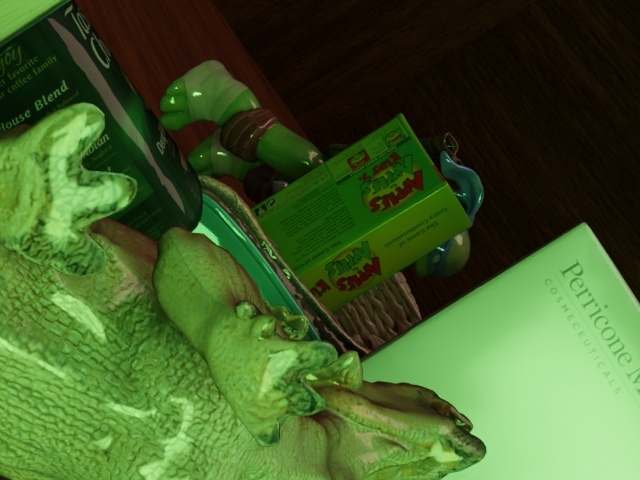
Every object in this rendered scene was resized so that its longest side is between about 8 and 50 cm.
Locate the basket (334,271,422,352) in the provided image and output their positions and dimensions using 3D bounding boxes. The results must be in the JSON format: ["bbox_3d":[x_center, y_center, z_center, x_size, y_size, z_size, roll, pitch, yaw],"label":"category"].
[{"bbox_3d":[0.026,0.043,1.465,0.113,0.103,0.167,58,4,-16],"label":"basket"}]

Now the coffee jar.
[{"bbox_3d":[-0.133,-0.070,0.677,0.184,0.079,0.096,55,5,-26],"label":"coffee jar"}]

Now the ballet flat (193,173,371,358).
[{"bbox_3d":[-0.004,0.095,0.837,0.316,0.107,0.106,59,-5,-2],"label":"ballet flat"}]

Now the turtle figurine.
[{"bbox_3d":[-0.033,-0.003,1.179,0.266,0.275,0.198,38,18,28],"label":"turtle figurine"}]

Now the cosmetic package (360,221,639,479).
[{"bbox_3d":[0.090,0.144,0.697,0.224,0.224,0.138,58,4,5],"label":"cosmetic package"}]

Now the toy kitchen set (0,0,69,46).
[{"bbox_3d":[-0.173,-0.148,0.498,0.207,0.122,0.166,57,5,-12],"label":"toy kitchen set"}]

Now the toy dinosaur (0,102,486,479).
[{"bbox_3d":[-0.080,0.025,0.410,0.295,0.127,0.200,44,1,-18],"label":"toy dinosaur"}]

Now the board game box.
[{"bbox_3d":[0.000,0.000,0.973,0.043,0.181,0.092,54,6,-39],"label":"board game box"}]
